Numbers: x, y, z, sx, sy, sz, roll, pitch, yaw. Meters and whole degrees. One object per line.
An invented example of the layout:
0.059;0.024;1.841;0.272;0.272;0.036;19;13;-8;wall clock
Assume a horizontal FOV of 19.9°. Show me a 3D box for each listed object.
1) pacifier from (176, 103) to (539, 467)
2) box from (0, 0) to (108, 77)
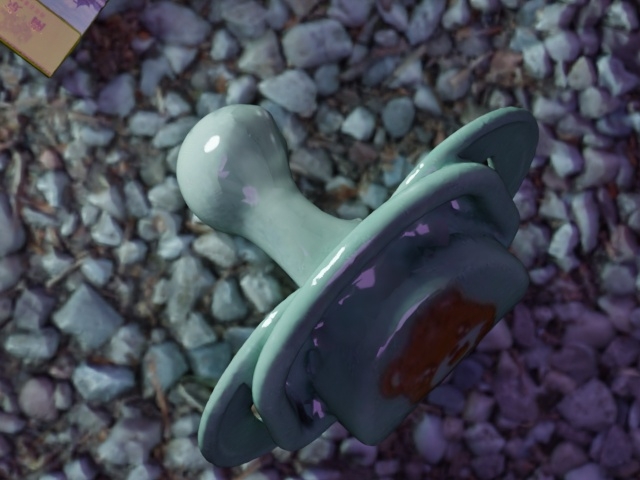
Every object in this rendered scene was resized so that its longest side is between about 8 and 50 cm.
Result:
0.000;0.000;1.321;0.269;0.288;0.343;40;79;16;pacifier
-0.191;-0.208;1.366;0.087;0.023;0.155;37;85;-14;box
